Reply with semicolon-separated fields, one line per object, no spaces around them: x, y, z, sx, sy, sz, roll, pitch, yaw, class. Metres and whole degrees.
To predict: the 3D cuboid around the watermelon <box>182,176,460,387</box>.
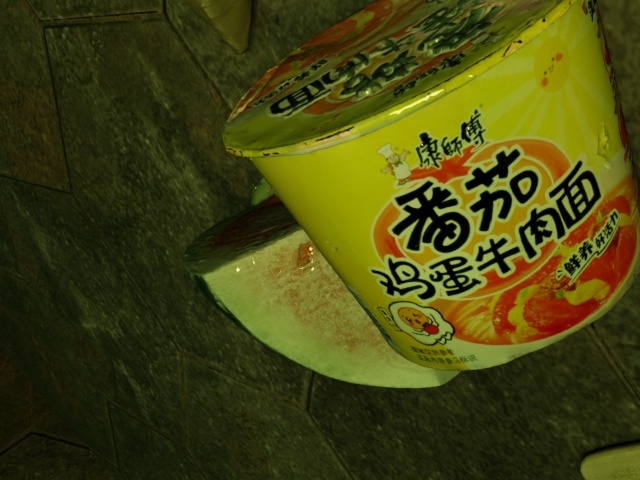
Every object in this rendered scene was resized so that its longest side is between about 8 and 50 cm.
0.000;0.000;0.805;0.320;0.289;0.214;52;120;30;watermelon

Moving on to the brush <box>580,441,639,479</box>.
0.319;0.166;0.684;0.085;0.020;0.336;52;148;5;brush

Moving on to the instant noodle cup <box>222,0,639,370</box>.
0.094;-0.052;0.585;0.264;0.264;0.200;2;129;52;instant noodle cup

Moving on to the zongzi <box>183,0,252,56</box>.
-0.060;-0.293;0.688;0.289;0.154;0.317;5;143;47;zongzi
